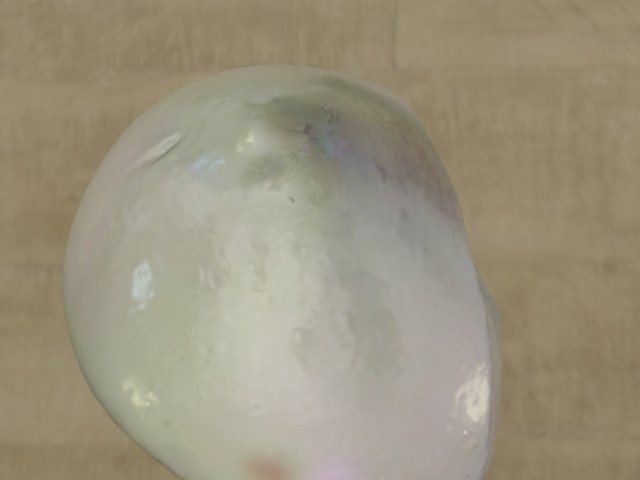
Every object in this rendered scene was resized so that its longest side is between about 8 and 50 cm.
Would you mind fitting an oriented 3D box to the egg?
[{"bbox_3d":[-0.011,0.009,0.939,0.206,0.271,0.162,-19,151,-35],"label":"egg"}]
